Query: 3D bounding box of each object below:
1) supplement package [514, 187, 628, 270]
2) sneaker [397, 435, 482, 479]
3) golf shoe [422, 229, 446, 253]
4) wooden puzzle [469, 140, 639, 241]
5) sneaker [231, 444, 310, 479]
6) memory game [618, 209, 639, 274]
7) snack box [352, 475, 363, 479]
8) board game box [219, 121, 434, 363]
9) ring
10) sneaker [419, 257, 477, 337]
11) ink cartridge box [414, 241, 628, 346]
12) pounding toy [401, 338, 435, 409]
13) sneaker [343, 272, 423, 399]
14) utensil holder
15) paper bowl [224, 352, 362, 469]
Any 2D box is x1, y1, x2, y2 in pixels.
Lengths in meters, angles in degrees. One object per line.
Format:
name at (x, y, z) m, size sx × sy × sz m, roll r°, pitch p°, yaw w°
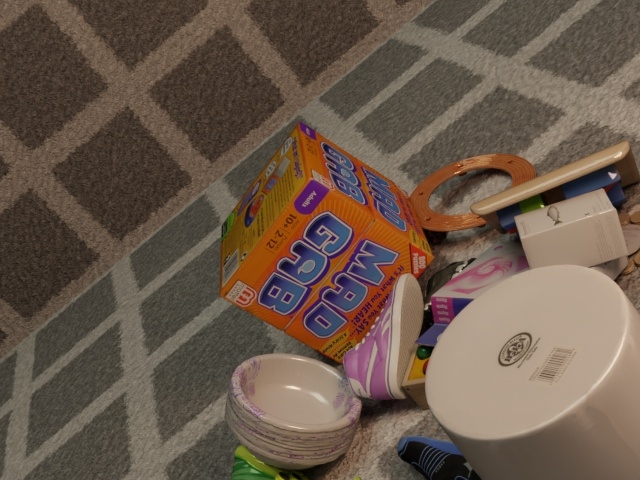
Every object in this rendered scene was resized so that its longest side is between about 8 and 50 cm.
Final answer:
supplement package at (0.475, -0.010, 1.632) m, size 0.179 × 0.105 × 0.105 m, roll -19°, pitch 23°, yaw 13°
sneaker at (0.214, 0.415, 1.555) m, size 0.232 × 0.081 × 0.091 m, roll -10°, pitch 50°, yaw 55°
golf shoe at (0.248, 0.014, 2.169) m, size 0.086 × 0.068 × 0.186 m, roll -14°, pitch 25°, yaw 52°
wooden puzzle at (0.502, -0.082, 1.778) m, size 0.322 × 0.081 × 0.348 m, roll -23°, pitch -13°, yaw 19°
sneaker at (-0.096, 0.533, 1.790) m, size 0.295 × 0.109 × 0.124 m, roll 21°, pitch 92°, yaw 56°
memory game at (0.617, 0.006, 1.746) m, size 0.186 × 0.012 × 0.186 m, roll -31°, pitch 27°, yaw 18°
snack box at (0.050, 0.559, 1.560) m, size 0.174 × 0.070 × 0.207 m, roll -40°, pitch 24°, yaw 1°
board game box at (0.000, 0.000, 2.082) m, size 0.356 × 0.356 × 0.357 m, roll -51°, pitch 21°, yaw 20°
ring at (0.380, -0.117, 2.167) m, size 0.336 × 0.032 × 0.337 m, roll -18°, pitch 29°, yaw 10°
sneaker at (0.272, 0.131, 1.942) m, size 0.234 × 0.078 × 0.106 m, roll -47°, pitch 21°, yaw -18°
ink cartridge box at (0.388, 0.103, 1.708) m, size 0.330 × 0.072 × 0.324 m, roll -35°, pitch 20°, yaw -34°
pounding toy at (0.269, 0.268, 1.700) m, size 0.206 × 0.094 × 0.181 m, roll -18°, pitch 33°, yaw 38°
sneaker at (0.125, 0.201, 1.838) m, size 0.161 × 0.102 × 0.282 m, roll -8°, pitch 54°, yaw 36°
utensil holder at (0.373, 0.271, 1.224) m, size 0.327 × 0.385 × 0.328 m, roll -32°, pitch 26°, yaw 18°
paper bowl at (-0.062, 0.373, 1.822) m, size 0.284 × 0.284 × 0.148 m, roll -114°, pitch 33°, yaw -63°
